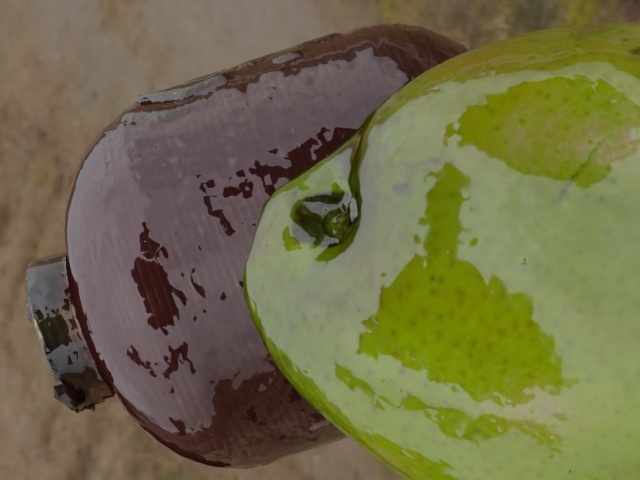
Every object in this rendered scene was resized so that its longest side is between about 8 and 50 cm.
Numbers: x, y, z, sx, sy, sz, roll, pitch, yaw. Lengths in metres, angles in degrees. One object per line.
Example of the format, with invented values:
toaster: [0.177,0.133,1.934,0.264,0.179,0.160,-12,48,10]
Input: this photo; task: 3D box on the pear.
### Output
pear: [0.087,0.017,0.541,0.187,0.220,0.187,18,-90,-89]

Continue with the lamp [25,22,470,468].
lamp: [0.000,0.000,0.712,0.180,0.258,0.180,162,90,-90]
